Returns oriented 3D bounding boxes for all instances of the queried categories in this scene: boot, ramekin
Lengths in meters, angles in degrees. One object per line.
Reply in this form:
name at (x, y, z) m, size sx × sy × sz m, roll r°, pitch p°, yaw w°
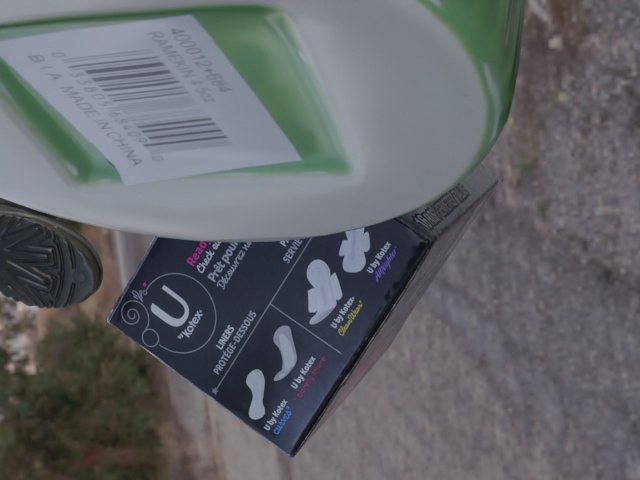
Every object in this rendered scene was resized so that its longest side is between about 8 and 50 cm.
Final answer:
boot at (-0.213, -0.031, 1.030) m, size 0.208 × 0.189 × 0.076 m, roll -41°, pitch -36°, yaw -60°
ramekin at (-0.055, -0.115, 0.533) m, size 0.303 × 0.303 × 0.148 m, roll 99°, pitch 176°, yaw -67°

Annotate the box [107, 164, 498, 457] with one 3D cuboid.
box at (0.000, 0.000, 0.826) m, size 0.163 × 0.142 × 0.247 m, roll -58°, pitch -7°, yaw 18°
